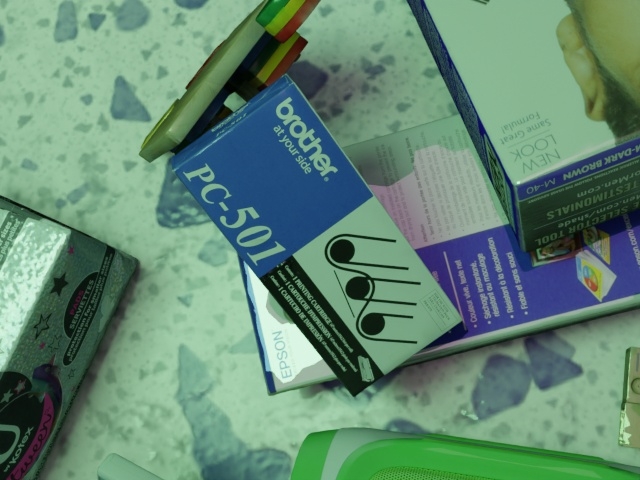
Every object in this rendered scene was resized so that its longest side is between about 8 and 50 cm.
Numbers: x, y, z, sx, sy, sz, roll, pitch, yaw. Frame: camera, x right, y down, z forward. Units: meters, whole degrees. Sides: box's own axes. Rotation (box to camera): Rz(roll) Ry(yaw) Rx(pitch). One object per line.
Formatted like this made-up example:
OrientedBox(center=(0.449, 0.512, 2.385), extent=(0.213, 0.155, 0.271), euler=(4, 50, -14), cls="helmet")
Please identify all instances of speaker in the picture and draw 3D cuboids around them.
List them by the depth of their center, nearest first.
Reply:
OrientedBox(center=(0.129, 0.207, 0.659), extent=(0.297, 0.131, 0.131), euler=(6, 80, 13), cls="speaker")

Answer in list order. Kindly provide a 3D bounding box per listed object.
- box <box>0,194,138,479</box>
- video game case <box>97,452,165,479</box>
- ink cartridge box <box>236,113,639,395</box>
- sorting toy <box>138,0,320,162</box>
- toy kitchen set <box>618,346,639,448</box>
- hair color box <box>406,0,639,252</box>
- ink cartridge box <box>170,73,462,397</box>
OrientedBox(center=(-0.283, 0.087, 0.757), extent=(0.163, 0.142, 0.247), euler=(23, 85, 15), cls="box")
OrientedBox(center=(-0.077, 0.249, 0.684), extent=(0.190, 0.173, 0.022), euler=(24, 43, 15), cls="video game case")
OrientedBox(center=(0.122, -0.008, 0.734), extent=(0.371, 0.069, 0.175), euler=(-15, 77, 6), cls="ink cartridge box")
OrientedBox(center=(-0.073, -0.108, 0.717), extent=(0.046, 0.274, 0.132), euler=(38, 77, -15), cls="sorting toy")
OrientedBox(center=(0.261, 0.117, 0.679), extent=(0.083, 0.068, 0.075), euler=(5, 80, 12), cls="toy kitchen set")
OrientedBox(center=(0.166, -0.181, 0.691), extent=(0.185, 0.110, 0.338), euler=(-22, 61, 5), cls="hair color box")
OrientedBox(center=(0.000, 0.000, 0.649), extent=(0.097, 0.046, 0.207), euler=(-36, 109, 3), cls="ink cartridge box")
